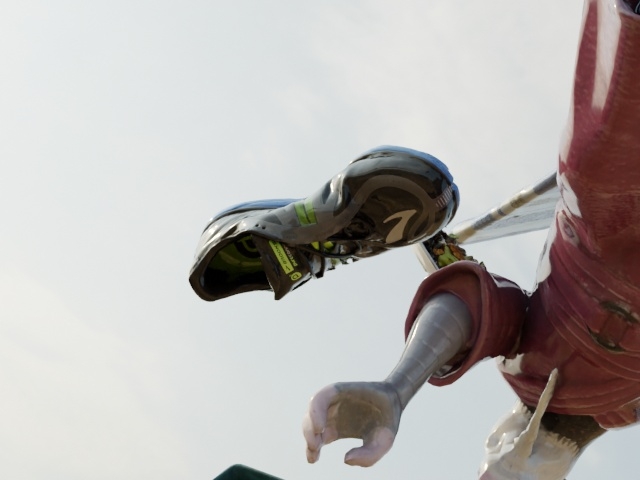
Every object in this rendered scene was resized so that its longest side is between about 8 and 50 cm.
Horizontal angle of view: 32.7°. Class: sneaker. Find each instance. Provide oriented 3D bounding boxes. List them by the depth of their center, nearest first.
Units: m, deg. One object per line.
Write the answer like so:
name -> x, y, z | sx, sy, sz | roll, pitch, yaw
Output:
sneaker -> 0.000, 0.000, 0.652 | 0.188, 0.078, 0.067 | -17, -62, 29

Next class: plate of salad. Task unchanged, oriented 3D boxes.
plate of salad -> 0.148, 0.039, 1.096 | 0.048, 0.200, 0.200 | -35, -54, 11

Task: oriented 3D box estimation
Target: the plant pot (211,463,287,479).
plant pot -> -0.062, 0.370, 1.031 | 0.165, 0.165, 0.234 | 14, -71, 24

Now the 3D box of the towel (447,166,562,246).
towel -> 0.283, -0.056, 1.224 | 0.209, 0.034, 0.285 | -12, -11, -20

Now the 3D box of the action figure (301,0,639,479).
action figure -> 0.151, 0.001, 0.537 | 0.248, 0.276, 0.370 | 20, -48, -2
